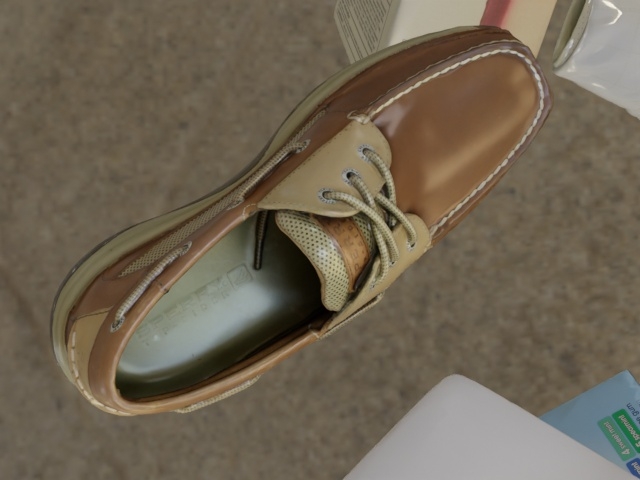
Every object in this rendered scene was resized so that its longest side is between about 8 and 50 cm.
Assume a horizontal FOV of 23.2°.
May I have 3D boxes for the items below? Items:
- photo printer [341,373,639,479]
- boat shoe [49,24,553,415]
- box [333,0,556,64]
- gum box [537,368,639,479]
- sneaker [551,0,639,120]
[{"bbox_3d":[0.122,0.241,0.873,0.307,0.256,0.107,31,149,30],"label":"photo printer"},{"bbox_3d":[0.000,0.000,0.881,0.122,0.324,0.120,56,174,-21],"label":"boat shoe"},{"bbox_3d":[0.107,-0.229,1.187,0.148,0.127,0.232,-106,27,-51],"label":"box"},{"bbox_3d":[0.182,0.196,1.128,0.041,0.184,0.157,63,179,-40],"label":"gum box"},{"bbox_3d":[0.250,-0.170,0.913,0.292,0.169,0.108,-56,14,43],"label":"sneaker"}]
